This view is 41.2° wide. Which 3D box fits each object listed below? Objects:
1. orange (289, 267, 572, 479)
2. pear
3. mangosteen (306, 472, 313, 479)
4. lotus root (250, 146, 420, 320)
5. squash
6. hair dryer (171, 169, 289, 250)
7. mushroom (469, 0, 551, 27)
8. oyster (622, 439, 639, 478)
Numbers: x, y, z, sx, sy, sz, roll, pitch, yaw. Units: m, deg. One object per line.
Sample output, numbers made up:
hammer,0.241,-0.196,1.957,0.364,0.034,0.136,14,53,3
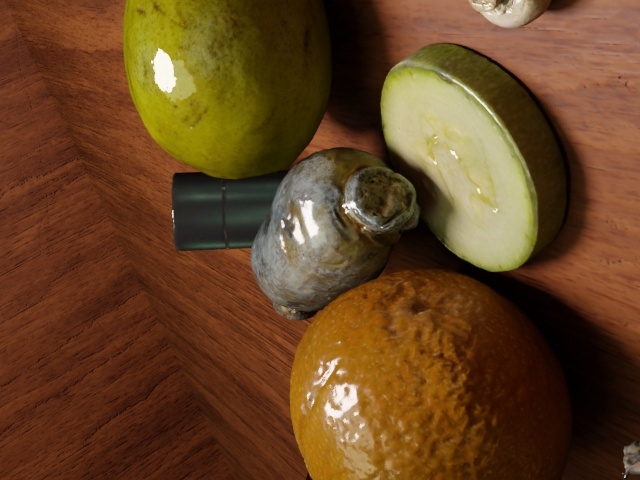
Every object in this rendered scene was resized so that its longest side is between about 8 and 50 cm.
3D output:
orange,0.126,0.208,0.987,0.322,0.322,0.357,36,150,43
pear,-0.104,-0.225,0.999,0.253,0.253,0.307,33,131,46
mangosteen,0.056,0.460,1.664,0.173,0.184,0.172,5,120,9
lotus root,-0.002,-0.001,1.071,0.175,0.175,0.349,55,148,10
squash,0.151,-0.082,0.908,0.252,0.049,0.252,46,155,29
hair dryer,-0.094,-0.103,1.300,0.302,0.244,0.116,-97,7,-51
mushroom,0.155,-0.217,0.710,0.083,0.067,0.083,37,147,28
oyster,0.392,0.259,0.754,0.271,0.100,0.275,27,-175,28
